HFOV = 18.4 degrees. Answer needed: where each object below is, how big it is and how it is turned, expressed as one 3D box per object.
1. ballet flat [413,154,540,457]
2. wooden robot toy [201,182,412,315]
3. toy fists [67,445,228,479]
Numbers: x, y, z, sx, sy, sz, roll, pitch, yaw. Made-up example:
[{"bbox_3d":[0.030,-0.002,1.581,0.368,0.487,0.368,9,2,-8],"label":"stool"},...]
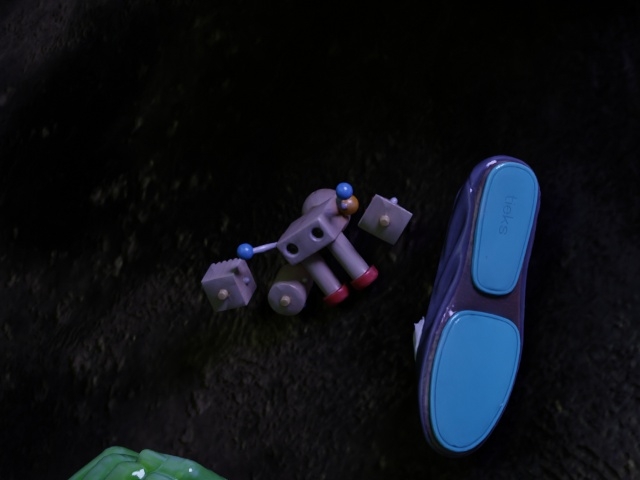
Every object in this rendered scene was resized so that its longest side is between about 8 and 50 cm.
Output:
[{"bbox_3d":[0.100,0.044,1.307,0.074,0.074,0.203,6,80,42],"label":"ballet flat"},{"bbox_3d":[0.000,0.000,1.426,0.173,0.076,0.079,-31,18,27],"label":"wooden robot toy"},{"bbox_3d":[-0.062,0.210,1.308,0.279,0.142,0.096,21,85,44],"label":"toy fists"}]
